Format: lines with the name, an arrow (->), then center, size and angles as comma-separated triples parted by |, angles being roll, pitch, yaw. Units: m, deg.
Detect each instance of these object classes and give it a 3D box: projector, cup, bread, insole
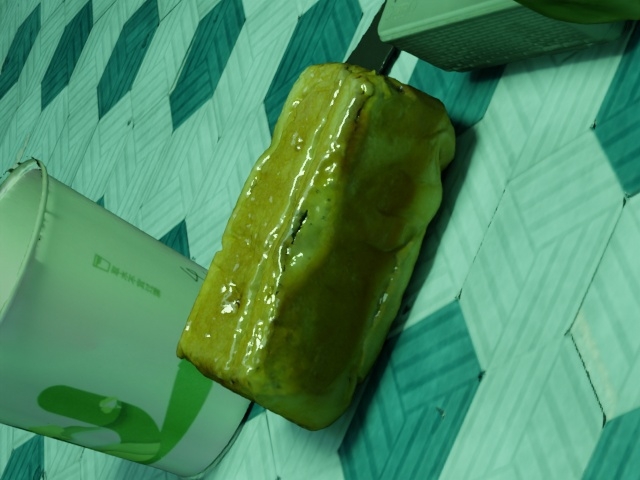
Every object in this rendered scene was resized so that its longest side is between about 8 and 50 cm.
projector -> 0.164, -0.237, 1.431 | 0.257, 0.099, 0.192 | -4, 66, 66
cup -> -0.208, 0.087, 1.721 | 0.253, 0.274, 0.253 | -47, 29, 36
bread -> 0.000, 0.000, 1.520 | 0.294, 0.132, 0.167 | -66, 23, -2
insole -> 0.033, -0.150, 1.750 | 0.309, 0.012, 0.110 | -58, 23, 19

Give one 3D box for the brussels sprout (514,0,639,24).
brussels sprout -> 0.218, -0.313, 1.099 | 0.361, 0.342, 0.425 | 97, -177, -54
